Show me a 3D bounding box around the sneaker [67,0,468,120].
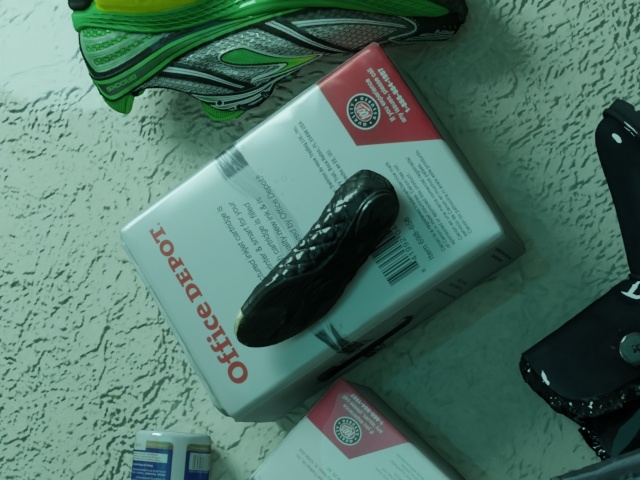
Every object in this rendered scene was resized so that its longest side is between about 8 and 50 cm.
[{"bbox_3d":[-0.043,-0.186,1.372,0.344,0.134,0.146,-2,117,11],"label":"sneaker"}]

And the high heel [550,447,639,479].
[{"bbox_3d":[0.299,0.267,1.188,0.186,0.093,0.261,-19,98,-1],"label":"high heel"}]

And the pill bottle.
[{"bbox_3d":[-0.131,0.224,1.347,0.067,0.067,0.120,2,82,18],"label":"pill bottle"}]

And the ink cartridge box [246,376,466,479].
[{"bbox_3d":[0.010,0.245,1.285,0.158,0.092,0.218,43,94,19],"label":"ink cartridge box"}]

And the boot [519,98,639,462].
[{"bbox_3d":[0.236,0.039,1.243,0.207,0.094,0.246,-37,79,5],"label":"boot"}]

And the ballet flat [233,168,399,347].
[{"bbox_3d":[-0.003,0.018,1.235,0.173,0.057,0.049,-46,33,6],"label":"ballet flat"}]

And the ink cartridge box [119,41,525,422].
[{"bbox_3d":[0.000,0.000,1.315,0.273,0.114,0.197,-35,74,9],"label":"ink cartridge box"}]
